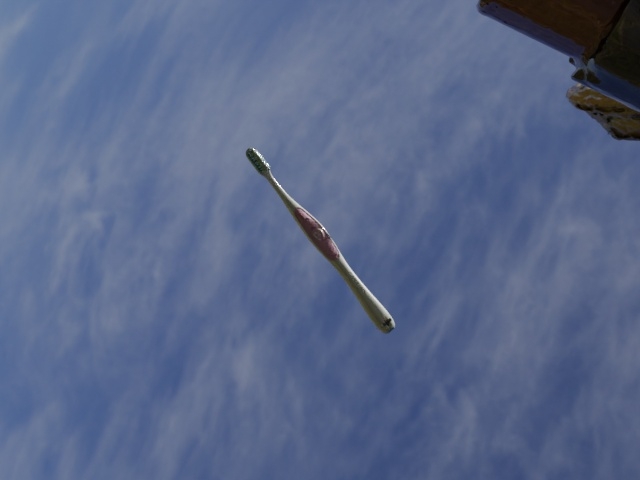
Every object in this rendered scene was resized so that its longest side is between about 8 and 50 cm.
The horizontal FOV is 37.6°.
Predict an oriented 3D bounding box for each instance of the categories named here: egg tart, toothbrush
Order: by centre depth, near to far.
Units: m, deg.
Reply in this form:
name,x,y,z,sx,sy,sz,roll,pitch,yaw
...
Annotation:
name,x,y,z,sx,sy,sz,roll,pitch,yaw
toothbrush,0.000,0.000,0.824,0.017,0.204,0.022,-39,-174,-10
egg tart,0.498,-0.213,1.433,0.241,0.241,0.105,16,-58,55

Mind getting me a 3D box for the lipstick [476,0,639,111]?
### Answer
name,x,y,z,sx,sy,sz,roll,pitch,yaw
lipstick,0.208,-0.060,0.416,0.081,0.300,0.081,-156,-90,-87
